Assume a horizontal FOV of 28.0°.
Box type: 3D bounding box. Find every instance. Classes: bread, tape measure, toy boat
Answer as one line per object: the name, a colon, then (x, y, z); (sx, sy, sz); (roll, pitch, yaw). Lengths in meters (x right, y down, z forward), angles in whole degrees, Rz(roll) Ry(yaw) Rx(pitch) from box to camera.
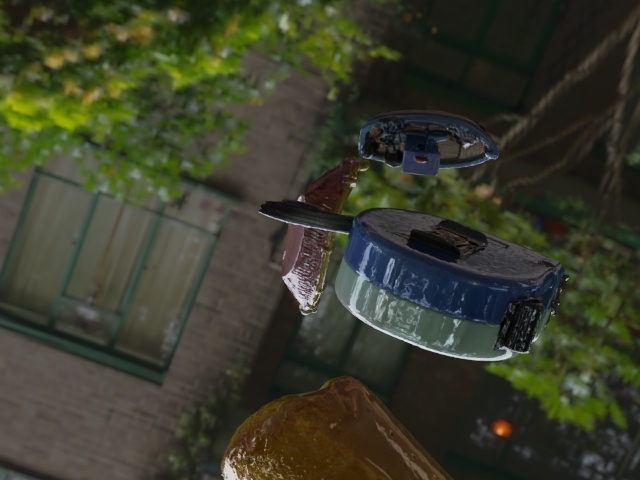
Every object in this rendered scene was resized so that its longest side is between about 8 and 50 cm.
bread: (0.010, 0.459, 2.344); (0.394, 0.361, 0.250); (48, -162, -7)
tape measure: (0.062, 0.013, 1.283); (0.351, 0.098, 0.215); (20, -165, 18)
toy boat: (0.172, -0.151, 2.041); (0.223, 0.100, 0.097); (4, -137, 0)
toy boat: (-0.006, -0.002, 2.164); (0.099, 0.318, 0.141); (4, -146, -22)
